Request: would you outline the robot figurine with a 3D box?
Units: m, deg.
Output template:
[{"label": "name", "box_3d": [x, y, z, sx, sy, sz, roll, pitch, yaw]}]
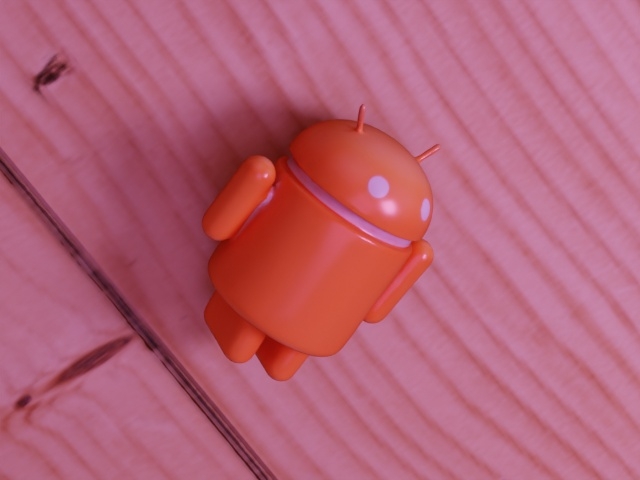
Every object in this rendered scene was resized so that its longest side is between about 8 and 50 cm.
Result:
[{"label": "robot figurine", "box_3d": [-0.001, 0.000, 1.418, 0.158, 0.128, 0.219, 37, 103, 4]}]
